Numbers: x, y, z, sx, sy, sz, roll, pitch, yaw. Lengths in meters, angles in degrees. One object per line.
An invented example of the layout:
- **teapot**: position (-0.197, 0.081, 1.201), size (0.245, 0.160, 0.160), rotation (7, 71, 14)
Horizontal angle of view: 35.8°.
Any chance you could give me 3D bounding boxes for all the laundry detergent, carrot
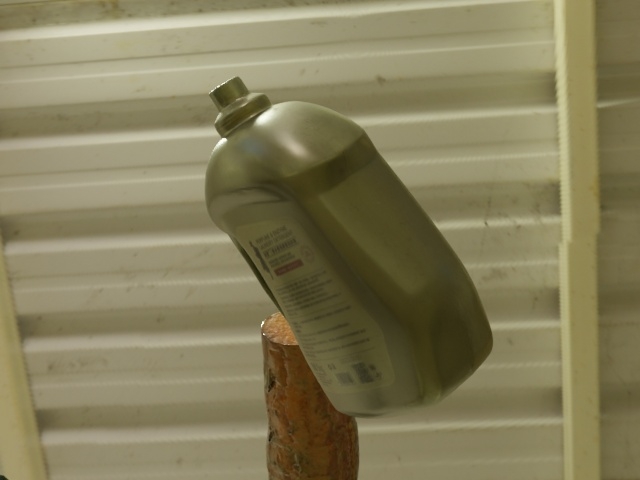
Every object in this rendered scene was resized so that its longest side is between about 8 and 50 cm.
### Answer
- **laundry detergent**: position (0.000, 0.000, 0.693), size (0.091, 0.181, 0.253), rotation (-37, -83, -31)
- **carrot**: position (-0.013, 0.246, 1.340), size (0.139, 0.138, 0.301), rotation (0, -68, 2)

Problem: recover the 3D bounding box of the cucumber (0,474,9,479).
- **cucumber**: position (-0.323, 0.253, 0.863), size (0.062, 0.115, 0.116), rotation (-34, -78, 36)
